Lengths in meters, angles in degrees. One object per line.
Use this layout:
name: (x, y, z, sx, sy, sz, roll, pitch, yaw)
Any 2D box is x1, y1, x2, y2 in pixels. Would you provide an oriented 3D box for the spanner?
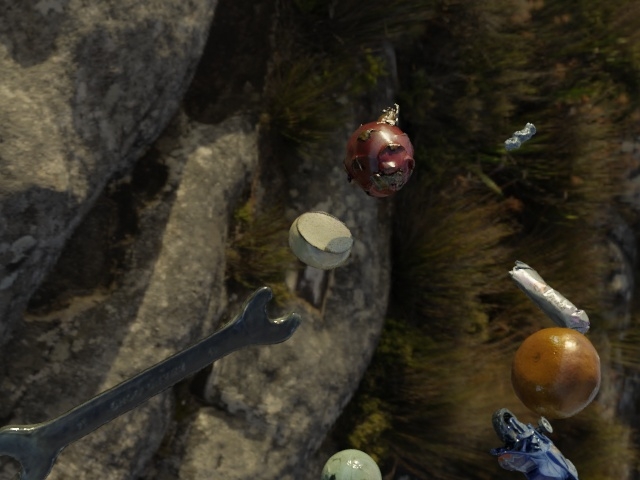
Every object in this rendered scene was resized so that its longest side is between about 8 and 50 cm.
spanner: (-0.129, 0.108, 0.553, 0.255, 0.015, 0.054, -28, 109, -16)

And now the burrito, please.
burrito: (0.477, 0.123, 1.534, 0.064, 0.203, 0.064, -26, 142, -22)

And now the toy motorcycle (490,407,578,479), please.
toy motorcycle: (0.334, 0.340, 1.118, 0.205, 0.076, 0.114, 39, 28, -21)

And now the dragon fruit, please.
dragon fruit: (0.113, -0.172, 1.327, 0.125, 0.125, 0.246, 99, 6, -46)

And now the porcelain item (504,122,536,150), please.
porcelain item: (0.422, -0.218, 1.560, 0.083, 0.036, 0.028, -38, 112, -19)

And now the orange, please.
orange: (0.404, 0.226, 1.248, 0.124, 0.156, 0.156, 33, 68, -30)

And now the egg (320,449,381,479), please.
egg: (0.058, 0.515, 1.510, 0.131, 0.131, 0.164, 37, 63, -43)

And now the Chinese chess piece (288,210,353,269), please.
Chinese chess piece: (0.000, 0.000, 1.370, 0.122, 0.122, 0.051, -19, 146, -46)
